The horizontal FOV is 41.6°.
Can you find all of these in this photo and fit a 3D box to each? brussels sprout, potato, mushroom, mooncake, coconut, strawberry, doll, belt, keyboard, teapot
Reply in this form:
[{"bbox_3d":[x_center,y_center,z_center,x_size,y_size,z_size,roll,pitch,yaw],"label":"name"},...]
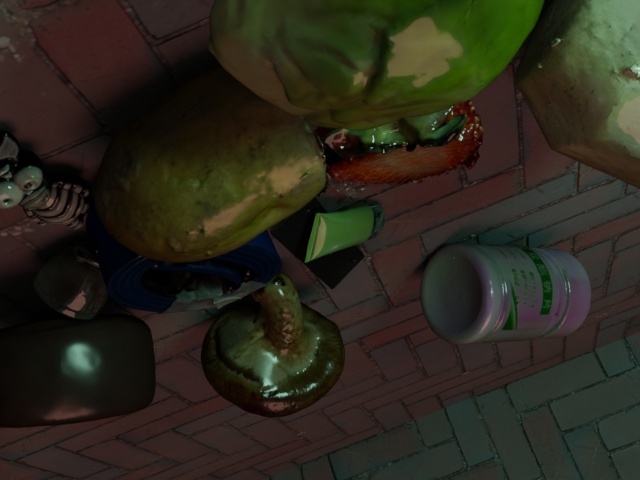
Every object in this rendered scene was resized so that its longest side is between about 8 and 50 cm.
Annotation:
[{"bbox_3d":[0.056,-0.264,0.824,0.344,0.344,0.268,-26,-173,11],"label":"brussels sprout"},{"bbox_3d":[-0.152,-0.084,1.048,0.266,0.229,0.229,-31,155,-9],"label":"potato"},{"bbox_3d":[-0.098,0.211,1.617,0.267,0.267,0.254,-25,153,9],"label":"mushroom"},{"bbox_3d":[-0.428,0.210,1.402,0.334,0.174,0.326,-7,176,40],"label":"mooncake"},{"bbox_3d":[0.454,-0.232,1.104,0.353,0.352,0.352,-16,153,-8],"label":"coconut"},{"bbox_3d":[0.113,-0.159,1.222,0.234,0.137,0.306,-13,174,10],"label":"strawberry"},{"bbox_3d":[-0.372,-0.068,1.099,0.091,0.067,0.219,-33,150,9],"label":"doll"},{"bbox_3d":[-0.201,0.016,1.270,0.212,0.117,0.347,-32,160,18],"label":"belt"},{"bbox_3d":[0.000,0.000,1.492,0.106,0.027,0.317,-47,151,-3],"label":"keyboard"},{"bbox_3d":[-0.354,0.056,1.303,0.149,0.111,0.108,21,113,-43],"label":"teapot"}]

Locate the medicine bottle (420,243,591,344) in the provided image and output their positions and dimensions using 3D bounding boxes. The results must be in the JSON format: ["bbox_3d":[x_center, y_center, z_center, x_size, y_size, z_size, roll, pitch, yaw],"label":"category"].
[{"bbox_3d":[0.397,0.113,1.802,0.326,0.212,0.212,3,145,-36],"label":"medicine bottle"}]

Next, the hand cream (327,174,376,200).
[{"bbox_3d":[0.011,-0.110,1.306,0.084,0.050,0.257,-32,157,27],"label":"hand cream"}]

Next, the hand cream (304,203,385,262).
[{"bbox_3d":[0.043,-0.021,1.454,0.175,0.046,0.095,-14,130,-41],"label":"hand cream"}]
